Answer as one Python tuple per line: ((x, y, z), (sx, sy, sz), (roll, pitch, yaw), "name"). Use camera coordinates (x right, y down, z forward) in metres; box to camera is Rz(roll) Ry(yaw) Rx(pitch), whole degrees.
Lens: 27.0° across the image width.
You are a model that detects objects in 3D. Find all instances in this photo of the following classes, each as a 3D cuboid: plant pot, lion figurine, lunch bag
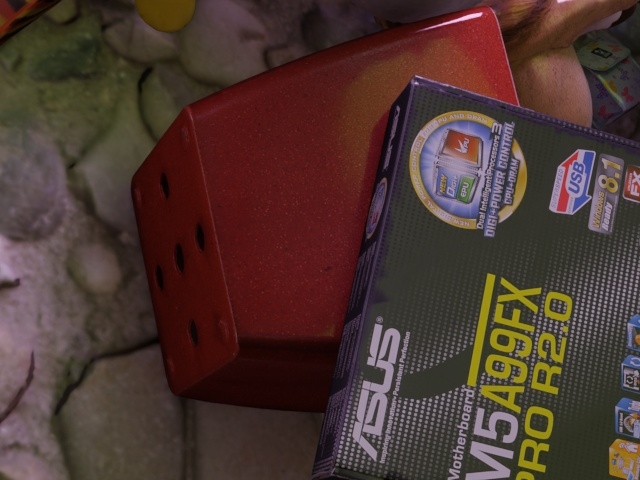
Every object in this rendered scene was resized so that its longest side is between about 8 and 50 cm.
((0.000, 0.000, 1.015), (0.236, 0.267, 0.267), (-7, 77, -23), "plant pot")
((0.209, -0.119, 1.256), (0.240, 0.142, 0.392), (-20, 92, -12), "lion figurine")
((0.299, -0.169, 1.394), (0.071, 0.053, 0.083), (-30, 83, -39), "lunch bag")

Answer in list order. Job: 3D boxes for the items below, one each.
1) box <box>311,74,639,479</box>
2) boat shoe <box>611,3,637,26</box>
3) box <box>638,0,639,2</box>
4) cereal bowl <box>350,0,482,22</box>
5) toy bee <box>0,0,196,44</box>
((0.128, 0.050, 0.873), (0.216, 0.060, 0.270), (16, 72, -9), "box")
((0.180, -0.321, 1.323), (0.341, 0.122, 0.110), (25, 62, -24), "boat shoe")
((0.363, -0.448, 1.376), (0.294, 0.183, 0.296), (-48, 129, -29), "box")
((0.009, -0.316, 1.060), (0.339, 0.141, 0.339), (59, 12, -21), "cereal bowl")
((-0.159, -0.278, 1.051), (0.195, 0.162, 0.298), (32, 58, -19), "toy bee")
